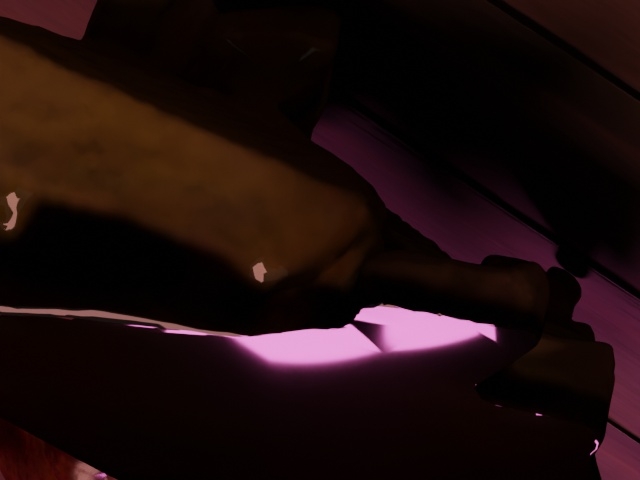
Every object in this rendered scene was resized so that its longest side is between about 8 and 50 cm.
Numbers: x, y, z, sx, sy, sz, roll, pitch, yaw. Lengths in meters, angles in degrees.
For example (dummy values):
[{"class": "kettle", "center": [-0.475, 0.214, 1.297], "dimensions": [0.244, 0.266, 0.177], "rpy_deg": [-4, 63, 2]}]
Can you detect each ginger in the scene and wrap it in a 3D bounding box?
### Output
[{"class": "ginger", "center": [0.000, 0.000, 0.975], "dimensions": [0.358, 0.211, 0.413], "rpy_deg": [-3, 151, 34]}]

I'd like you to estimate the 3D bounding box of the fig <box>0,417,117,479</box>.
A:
[{"class": "fig", "center": [-0.097, 0.119, 1.360], "dimensions": [0.249, 0.186, 0.203], "rpy_deg": [8, 161, -40]}]
